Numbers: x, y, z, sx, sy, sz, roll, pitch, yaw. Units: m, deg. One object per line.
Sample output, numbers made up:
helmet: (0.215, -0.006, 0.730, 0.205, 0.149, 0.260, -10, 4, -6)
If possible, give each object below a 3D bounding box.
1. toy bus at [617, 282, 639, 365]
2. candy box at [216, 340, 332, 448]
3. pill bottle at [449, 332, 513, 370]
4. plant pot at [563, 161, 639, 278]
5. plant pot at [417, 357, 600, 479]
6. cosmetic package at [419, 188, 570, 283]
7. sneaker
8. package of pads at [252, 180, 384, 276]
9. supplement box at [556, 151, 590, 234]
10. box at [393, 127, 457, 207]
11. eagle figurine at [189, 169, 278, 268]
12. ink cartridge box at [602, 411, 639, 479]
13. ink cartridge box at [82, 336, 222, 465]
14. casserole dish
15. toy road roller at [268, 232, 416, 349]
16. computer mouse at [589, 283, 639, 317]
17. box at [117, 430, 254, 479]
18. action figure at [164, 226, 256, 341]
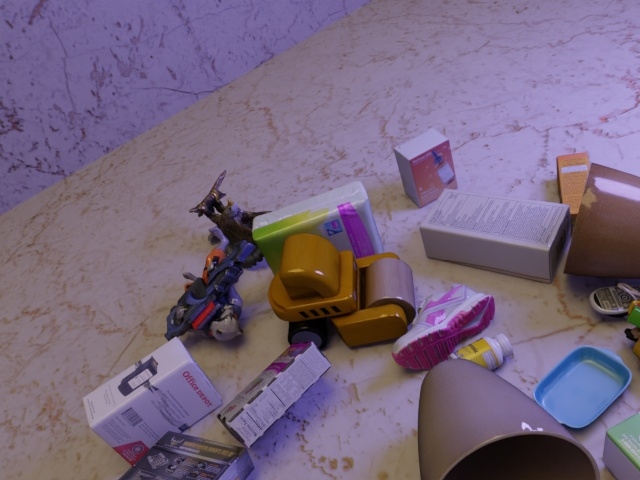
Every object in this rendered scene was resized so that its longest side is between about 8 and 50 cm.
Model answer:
toy bus: (0.617, 0.188, 0.978, 0.191, 0.104, 0.202, 27, 20, 10)
candy box: (-0.100, 0.316, 1.139, 0.233, 0.071, 0.159, -40, 2, -21)
pill bottle: (0.324, 0.234, 1.095, 0.116, 0.065, 0.065, -26, 39, -5)
plant pot: (0.647, -0.020, 1.086, 0.254, 0.237, 0.237, 13, 50, 25)
plant pot: (0.263, 0.326, 0.905, 0.256, 0.257, 0.274, -21, 23, 2)
cosmetic package: (0.416, -0.019, 1.305, 0.309, 0.113, 0.160, 13, 51, 37)
sneaker: (0.250, 0.182, 1.175, 0.252, 0.103, 0.111, -28, 35, -17)
package of pads: (0.000, 0.000, 1.391, 0.296, 0.229, 0.101, -18, 44, 4)
supplement box: (0.630, -0.118, 1.343, 0.080, 0.078, 0.233, -5, 41, 21)
box: (0.296, -0.203, 1.526, 0.130, 0.170, 0.091, -28, 39, -6)
eagle figurine: (-0.236, -0.056, 1.641, 0.298, 0.225, 0.226, 27, 100, 10)
ink cartridge box: (0.609, 0.324, 0.814, 0.272, 0.115, 0.198, -27, 40, -6)
ink cartridge box: (-0.365, 0.354, 1.203, 0.237, 0.172, 0.100, -33, 40, -13)
casserole dish: (0.479, 0.273, 0.999, 0.188, 0.037, 0.114, -37, 41, -15)
toy road roller: (0.039, 0.100, 1.246, 0.329, 0.241, 0.203, -12, 40, 14)
computer mouse: (0.642, 0.121, 1.094, 0.192, 0.042, 0.106, -7, 46, 10)
box: (-0.273, 0.467, 1.056, 0.231, 0.056, 0.183, -3, 22, 34)
action figure: (-0.252, 0.118, 1.424, 0.341, 0.178, 0.330, -42, 40, 19)
